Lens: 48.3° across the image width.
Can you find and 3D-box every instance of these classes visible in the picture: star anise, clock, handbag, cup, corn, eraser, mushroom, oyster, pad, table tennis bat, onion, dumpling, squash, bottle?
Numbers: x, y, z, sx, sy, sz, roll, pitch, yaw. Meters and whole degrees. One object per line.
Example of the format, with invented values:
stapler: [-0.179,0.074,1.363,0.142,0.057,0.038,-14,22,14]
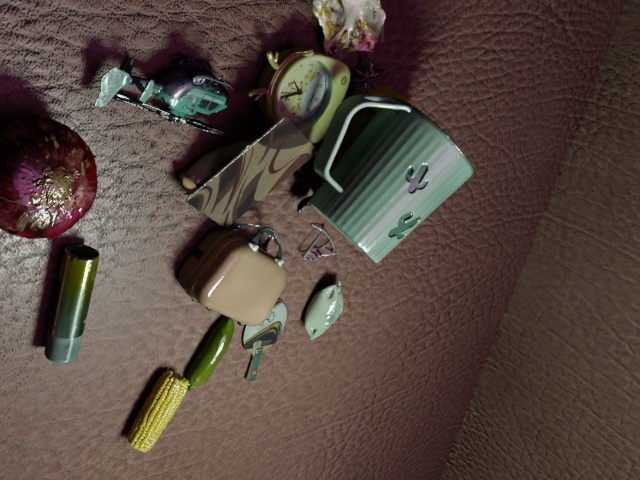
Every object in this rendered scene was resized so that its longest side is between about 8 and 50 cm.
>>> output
star anise: [0.129,-0.463,2.069,0.129,0.056,0.124,-59,144,2]
clock: [-0.067,-0.396,1.864,0.308,0.096,0.235,12,108,-52]
handbag: [-0.219,0.080,2.002,0.283,0.149,0.302,-55,142,1]
cup: [0.160,-0.194,1.972,0.392,0.401,0.310,-47,-174,0]
corn: [-0.469,0.491,2.061,0.093,0.093,0.244,25,96,-53]
eraser: [0.193,-0.413,2.124,0.097,0.122,0.045,-24,135,-35]
mushroom: [-0.209,-0.199,1.854,0.351,0.097,0.110,-20,117,-34]
oyster: [0.065,-0.622,1.861,0.201,0.107,0.355,-29,152,-4]
pad: [-0.169,-0.166,1.828,0.330,0.004,0.220,-39,152,6]
table tennis bat: [-0.194,0.322,2.313,0.173,0.022,0.301,-3,116,-47]
onion: [-0.569,-0.125,1.420,0.246,0.190,0.247,-20,114,-54]
dumpling: [0.026,0.239,2.426,0.149,0.104,0.217,22,95,-46]
squash: [-0.329,0.344,2.133,0.069,0.069,0.258,28,93,-53]
bottle: [-0.588,0.152,1.687,0.082,0.082,0.286,-3,119,-47]

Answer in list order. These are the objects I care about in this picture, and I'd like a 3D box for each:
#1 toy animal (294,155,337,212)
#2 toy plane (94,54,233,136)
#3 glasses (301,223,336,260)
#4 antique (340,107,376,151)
toy animal: [0.008,-0.168,2.100,0.179,0.116,0.219,23,91,-52]
toy plane: [-0.330,-0.334,1.615,0.381,0.106,0.155,3,126,-55]
glasses: [0.000,0.000,2.260,0.139,0.062,0.104,-13,124,-44]
antique: [0.172,-0.332,2.168,0.284,0.150,0.125,-7,119,-36]
